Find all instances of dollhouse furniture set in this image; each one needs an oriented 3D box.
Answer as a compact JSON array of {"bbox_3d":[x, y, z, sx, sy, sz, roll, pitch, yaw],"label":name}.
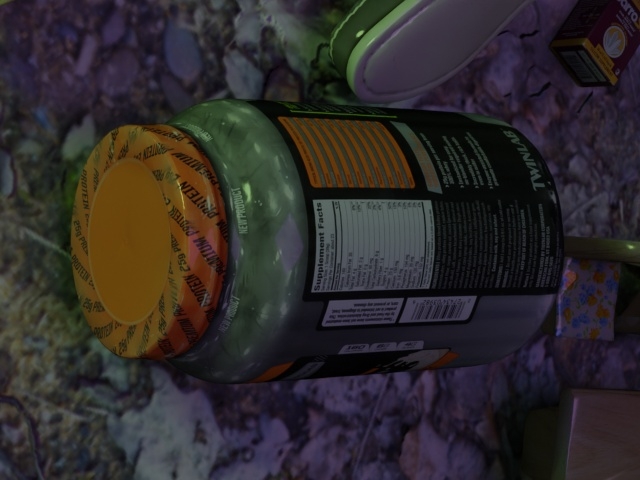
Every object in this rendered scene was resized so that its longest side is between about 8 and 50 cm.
[{"bbox_3d":[0.369,0.195,1.327,0.394,0.256,0.362,6,90,-37],"label":"dollhouse furniture set"}]

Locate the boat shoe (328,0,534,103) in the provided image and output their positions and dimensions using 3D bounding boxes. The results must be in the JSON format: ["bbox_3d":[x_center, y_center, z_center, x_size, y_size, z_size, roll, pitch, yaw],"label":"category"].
[{"bbox_3d":[0.110,-0.212,1.203,0.305,0.091,0.109,-38,152,-27],"label":"boat shoe"}]

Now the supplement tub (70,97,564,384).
[{"bbox_3d":[0.000,0.000,1.072,0.316,0.194,0.193,0,94,-36],"label":"supplement tub"}]

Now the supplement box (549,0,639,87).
[{"bbox_3d":[0.246,-0.181,1.336,0.055,0.043,0.083,45,67,-29],"label":"supplement box"}]

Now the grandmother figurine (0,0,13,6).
[{"bbox_3d":[-0.259,-0.305,0.919,0.208,0.104,0.342,-47,118,-51],"label":"grandmother figurine"}]
